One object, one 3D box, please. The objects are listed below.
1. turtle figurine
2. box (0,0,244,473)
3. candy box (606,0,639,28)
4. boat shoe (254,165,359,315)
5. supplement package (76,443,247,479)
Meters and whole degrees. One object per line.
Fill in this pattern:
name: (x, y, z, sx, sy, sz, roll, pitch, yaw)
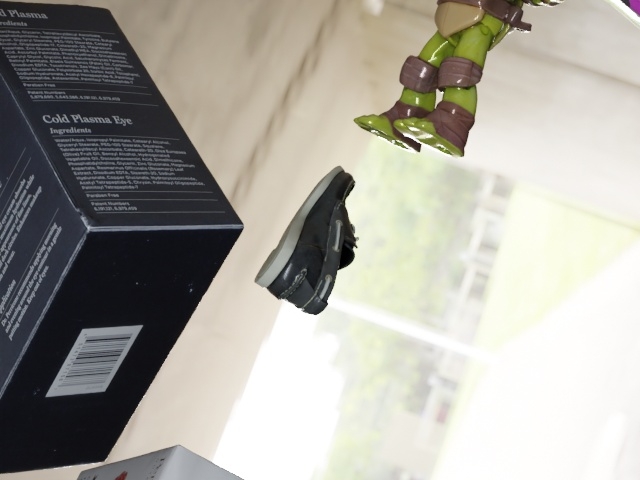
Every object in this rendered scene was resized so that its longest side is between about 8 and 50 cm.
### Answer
turtle figurine: (0.106, -0.174, 1.461, 0.087, 0.269, 0.217, 30, -98, -40)
box: (-0.275, -0.003, 1.818, 0.179, 0.312, 0.343, -2, -43, -41)
candy box: (0.320, -0.174, 1.321, 0.159, 0.233, 0.071, -51, 5, 6)
boat shoe: (0.000, 0.000, 1.959, 0.084, 0.079, 0.233, -56, 4, 32)
supplement package: (-0.110, 0.275, 1.409, 0.178, 0.175, 0.293, -64, 14, -19)
